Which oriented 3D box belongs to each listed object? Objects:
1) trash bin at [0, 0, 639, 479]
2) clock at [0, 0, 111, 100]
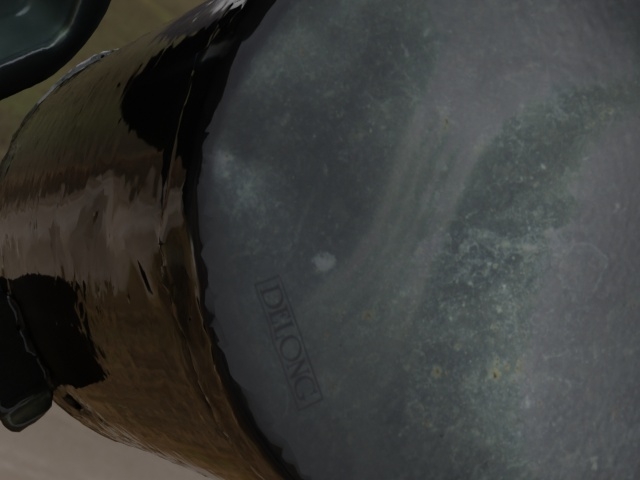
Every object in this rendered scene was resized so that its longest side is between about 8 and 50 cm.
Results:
[{"bbox_3d":[0.000,0.000,0.595,0.301,0.252,0.203,-4,-71,66],"label":"trash bin"},{"bbox_3d":[-0.123,-0.123,0.413,0.049,0.279,0.273,41,39,13],"label":"clock"}]
